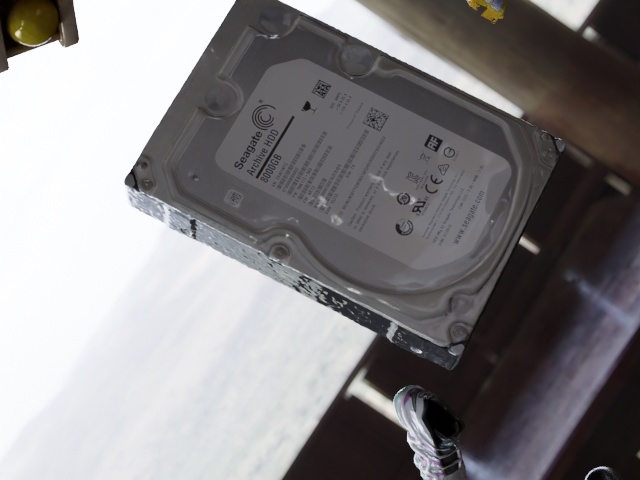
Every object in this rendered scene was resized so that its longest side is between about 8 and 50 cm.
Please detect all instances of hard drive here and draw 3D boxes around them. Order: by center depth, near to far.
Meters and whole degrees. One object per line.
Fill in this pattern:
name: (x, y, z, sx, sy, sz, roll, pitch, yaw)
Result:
hard drive: (0.024, -0.062, 1.285, 0.237, 0.339, 0.064, -60, -7, -19)

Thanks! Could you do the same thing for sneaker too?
sneaker: (0.096, 0.160, 1.095, 0.038, 0.098, 0.069, -34, 12, -19)

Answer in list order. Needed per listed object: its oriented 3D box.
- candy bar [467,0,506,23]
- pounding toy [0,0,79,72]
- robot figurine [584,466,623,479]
candy bar: (0.143, -0.252, 1.137, 0.018, 0.040, 0.161, -10, 64, 45)
pounding toy: (-0.200, -0.253, 1.050, 0.155, 0.154, 0.269, -25, -32, -22)
robot figurine: (0.259, 0.320, 1.162, 0.209, 0.174, 0.278, -46, 36, 15)
